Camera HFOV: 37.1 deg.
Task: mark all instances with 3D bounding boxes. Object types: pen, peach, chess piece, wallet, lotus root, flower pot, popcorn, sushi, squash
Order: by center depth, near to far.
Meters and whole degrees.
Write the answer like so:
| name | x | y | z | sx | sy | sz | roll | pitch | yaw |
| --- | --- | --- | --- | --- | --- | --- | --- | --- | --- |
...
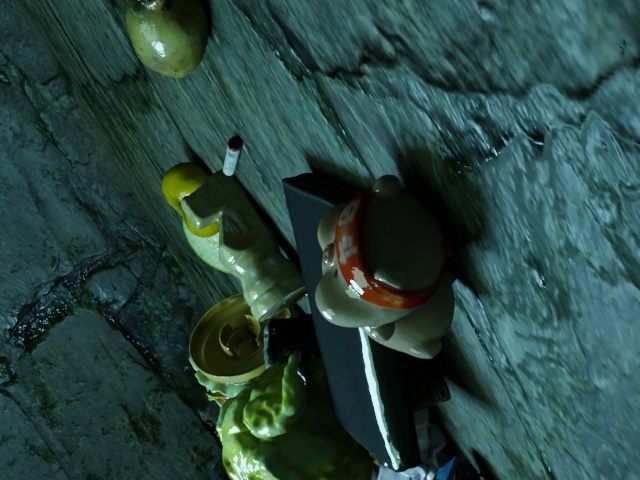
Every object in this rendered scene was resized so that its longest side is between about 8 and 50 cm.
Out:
| name | x | y | z | sx | sy | sz | roll | pitch | yaw |
| --- | --- | --- | --- | --- | --- | --- | --- | --- | --- |
| wallet | 0.045 | 0.112 | 1.359 | 0.228 | 0.062 | 0.405 | 30 | 136 | 62 |
| lotus root | -0.223 | -0.316 | 1.372 | 0.125 | 0.118 | 0.221 | 35 | 165 | 12 |
| flower pot | 0.131 | 0.228 | 1.481 | 0.111 | 0.089 | 0.111 | 51 | 166 | 18 |
| popcorn | -0.048 | 0.334 | 1.604 | 0.293 | 0.237 | 0.293 | 53 | -157 | -36 |
| pen | -0.163 | -0.148 | 1.748 | 0.026 | 0.026 | 0.218 | 55 | 167 | 4 |
| chess piece | -0.145 | 0.003 | 1.842 | 0.300 | 0.137 | 0.137 | 56 | 167 | 11 |
| sushi | 0.001 | 0.287 | 1.860 | 0.234 | 0.208 | 0.348 | -95 | -7 | -61 |
| peach | -0.275 | -0.090 | 2.104 | 0.179 | 0.103 | 0.179 | 45 | 159 | 23 |
| squash | -0.246 | -0.036 | 2.321 | 0.204 | 0.155 | 0.236 | -15 | 111 | 37 |

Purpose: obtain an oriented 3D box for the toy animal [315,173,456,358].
| name | x | y | z | sx | sy | sz | roll | pitch | yaw |
| --- | --- | --- | --- | --- | --- | --- | --- | --- | --- |
| toy animal | 0.075 | 0.034 | 1.084 | 0.171 | 0.171 | 0.197 | 45 | 170 | 37 |

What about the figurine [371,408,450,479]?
| name | x | y | z | sx | sy | sz | roll | pitch | yaw |
| --- | --- | --- | --- | --- | --- | --- | --- | --- | --- |
| figurine | 0.162 | 0.389 | 1.668 | 0.276 | 0.200 | 0.133 | 75 | -162 | -51 |

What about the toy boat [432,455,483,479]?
| name | x | y | z | sx | sy | sz | roll | pitch | yaw |
| --- | --- | --- | --- | --- | --- | --- | --- | --- | --- |
| toy boat | 0.268 | 0.444 | 1.548 | 0.097 | 0.100 | 0.223 | -21 | 113 | 40 |

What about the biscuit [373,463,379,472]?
| name | x | y | z | sx | sy | sz | roll | pitch | yaw |
| --- | --- | --- | --- | --- | --- | --- | --- | --- | --- |
| biscuit | 0.207 | 0.575 | 2.103 | 0.314 | 0.063 | 0.367 | 55 | 166 | 18 |

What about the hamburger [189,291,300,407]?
| name | x | y | z | sx | sy | sz | roll | pitch | yaw |
| --- | --- | --- | --- | --- | --- | --- | --- | --- | --- |
| hamburger | -0.146 | 0.266 | 2.147 | 0.274 | 0.274 | 0.212 | 43 | 163 | 42 |
